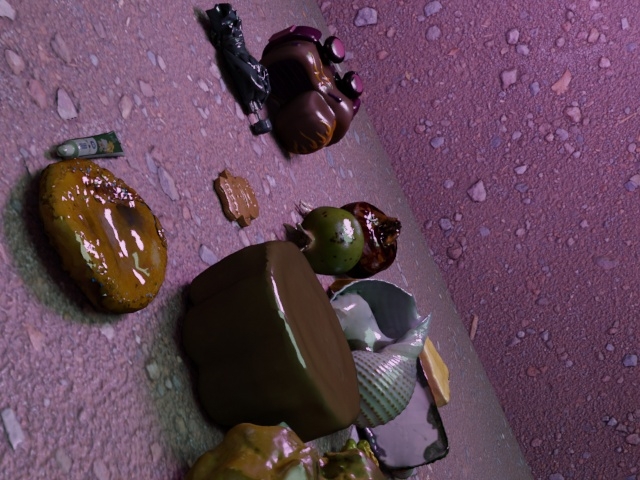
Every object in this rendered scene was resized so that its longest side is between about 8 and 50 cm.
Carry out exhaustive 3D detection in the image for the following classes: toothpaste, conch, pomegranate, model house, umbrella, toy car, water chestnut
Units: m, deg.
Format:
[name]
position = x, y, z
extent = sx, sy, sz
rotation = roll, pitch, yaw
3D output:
[toothpaste]
position = -0.365, -0.150, 1.322
extent = 0.049, 0.032, 0.204
rotation = 67, 15, -5
[conch]
position = 0.092, 0.252, 1.852
extent = 0.303, 0.215, 0.319
rotation = 51, 49, -5
[pomegranate]
position = 0.000, 0.000, 2.034
extent = 0.224, 0.181, 0.181
rotation = 6, 60, -46
[model house]
position = 0.210, 0.471, 2.092
extent = 0.301, 0.190, 0.271
rotation = 69, 3, -61
[umbrella]
position = -0.193, -0.444, 2.127
extent = 0.348, 0.094, 0.143
rotation = 69, 21, 1
[toy car]
position = -0.051, -0.406, 2.302
extent = 0.340, 0.271, 0.240
rotation = 56, 40, -23
[water chestnut]
position = 0.134, -0.002, 2.325
extent = 0.224, 0.238, 0.223
rotation = 40, 41, -47

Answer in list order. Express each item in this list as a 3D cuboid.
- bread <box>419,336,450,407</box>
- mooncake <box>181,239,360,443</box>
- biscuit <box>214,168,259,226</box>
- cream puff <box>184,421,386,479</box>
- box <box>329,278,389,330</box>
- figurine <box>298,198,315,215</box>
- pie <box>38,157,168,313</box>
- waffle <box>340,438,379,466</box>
[bread]
position = 0.230, 0.341, 2.282
extent = 0.264, 0.168, 0.163
rotation = 57, 20, -19
[mooncake]
position = -0.086, 0.189, 1.470
extent = 0.378, 0.201, 0.378
rotation = -23, 90, -78
[biscuit]
position = -0.178, -0.091, 1.824
extent = 0.184, 0.027, 0.133
rotation = 21, 46, -67
[cream puff]
position = -0.024, 0.431, 1.192
extent = 0.378, 0.276, 0.378
rotation = 52, 24, -36
[box]
position = 0.106, 0.159, 2.075
extent = 0.152, 0.043, 0.269
rotation = 45, -9, -6
[figurine]
position = -0.026, -0.074, 2.234
extent = 0.109, 0.047, 0.064
rotation = 40, 37, -39
[pie]
position = -0.318, -0.010, 1.216
extent = 0.273, 0.069, 0.273
rotation = 58, 18, -31
[waffle]
position = 0.108, 0.582, 1.760
extent = 0.283, 0.065, 0.309
rotation = 49, 27, -40
